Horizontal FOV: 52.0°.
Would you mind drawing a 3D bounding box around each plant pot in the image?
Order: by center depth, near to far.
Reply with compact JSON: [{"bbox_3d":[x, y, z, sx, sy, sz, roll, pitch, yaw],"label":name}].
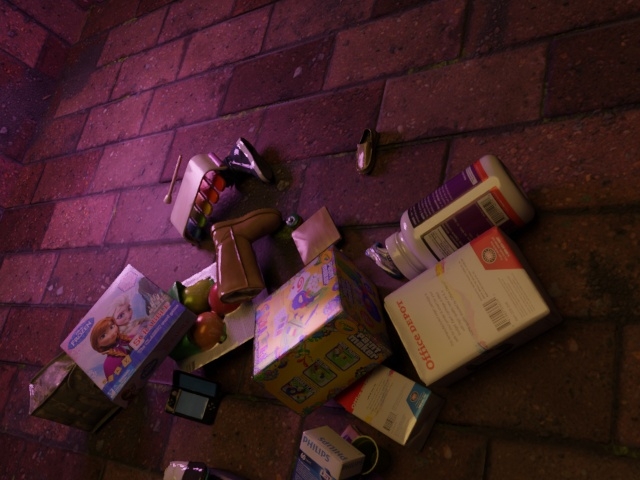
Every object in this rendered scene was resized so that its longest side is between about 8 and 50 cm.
[{"bbox_3d":[0.115,0.487,1.472,0.083,0.079,0.083,-20,55,31],"label":"plant pot"}]

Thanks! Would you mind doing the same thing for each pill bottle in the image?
[{"bbox_3d":[0.315,-0.042,1.524,0.323,0.181,0.181,-35,49,20],"label":"pill bottle"}]

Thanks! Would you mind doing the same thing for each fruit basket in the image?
[{"bbox_3d":[-0.309,0.209,1.962,0.353,0.165,0.327,-28,50,6],"label":"fruit basket"}]

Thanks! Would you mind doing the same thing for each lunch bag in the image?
[{"bbox_3d":[-0.742,0.456,2.100,0.287,0.235,0.169,-43,42,14],"label":"lunch bag"}]

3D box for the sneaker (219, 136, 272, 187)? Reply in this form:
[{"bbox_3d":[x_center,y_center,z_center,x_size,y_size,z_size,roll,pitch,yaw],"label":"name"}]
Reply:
[{"bbox_3d":[-0.256,-0.217,2.169,0.163,0.086,0.226,-48,48,13],"label":"sneaker"}]

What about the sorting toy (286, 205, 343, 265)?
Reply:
[{"bbox_3d":[0.000,0.000,1.860,0.132,0.046,0.274,-40,47,16],"label":"sorting toy"}]

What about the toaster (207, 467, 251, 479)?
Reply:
[{"bbox_3d":[-0.229,0.676,1.636,0.186,0.110,0.168,7,73,42],"label":"toaster"}]

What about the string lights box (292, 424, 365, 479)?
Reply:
[{"bbox_3d":[0.001,0.564,1.460,0.133,0.077,0.259,27,109,44],"label":"string lights box"}]

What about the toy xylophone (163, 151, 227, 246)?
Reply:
[{"bbox_3d":[-0.427,-0.156,2.206,0.236,0.081,0.322,53,124,40],"label":"toy xylophone"}]

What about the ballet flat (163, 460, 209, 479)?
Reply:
[{"bbox_3d":[-0.356,0.615,1.689,0.280,0.096,0.095,127,163,-61],"label":"ballet flat"}]

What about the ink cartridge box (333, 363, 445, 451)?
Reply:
[{"bbox_3d":[0.153,0.366,1.508,0.231,0.078,0.134,22,81,45],"label":"ink cartridge box"}]

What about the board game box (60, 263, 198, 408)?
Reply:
[{"bbox_3d":[-0.559,0.265,1.901,0.318,0.066,0.318,28,74,38],"label":"board game box"}]

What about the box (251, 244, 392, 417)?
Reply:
[{"bbox_3d":[-0.005,0.213,1.589,0.279,0.177,0.290,-40,24,17],"label":"box"}]

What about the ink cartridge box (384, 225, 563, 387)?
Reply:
[{"bbox_3d":[0.325,0.150,1.427,0.306,0.131,0.226,-36,59,21],"label":"ink cartridge box"}]

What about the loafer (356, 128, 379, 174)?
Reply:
[{"bbox_3d":[0.128,-0.259,1.893,0.056,0.050,0.148,-6,63,38],"label":"loafer"}]

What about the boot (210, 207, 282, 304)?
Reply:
[{"bbox_3d":[-0.200,0.046,1.927,0.236,0.089,0.269,-18,49,-1],"label":"boot"}]

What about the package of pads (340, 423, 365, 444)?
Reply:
[{"bbox_3d":[0.067,0.481,1.550,0.083,0.032,0.050,-54,44,3],"label":"package of pads"}]

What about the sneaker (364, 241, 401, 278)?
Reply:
[{"bbox_3d":[0.169,0.046,1.692,0.058,0.052,0.135,-48,46,3],"label":"sneaker"}]

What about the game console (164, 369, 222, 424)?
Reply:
[{"bbox_3d":[-0.358,0.441,1.842,0.144,0.085,0.124,17,75,1],"label":"game console"}]
